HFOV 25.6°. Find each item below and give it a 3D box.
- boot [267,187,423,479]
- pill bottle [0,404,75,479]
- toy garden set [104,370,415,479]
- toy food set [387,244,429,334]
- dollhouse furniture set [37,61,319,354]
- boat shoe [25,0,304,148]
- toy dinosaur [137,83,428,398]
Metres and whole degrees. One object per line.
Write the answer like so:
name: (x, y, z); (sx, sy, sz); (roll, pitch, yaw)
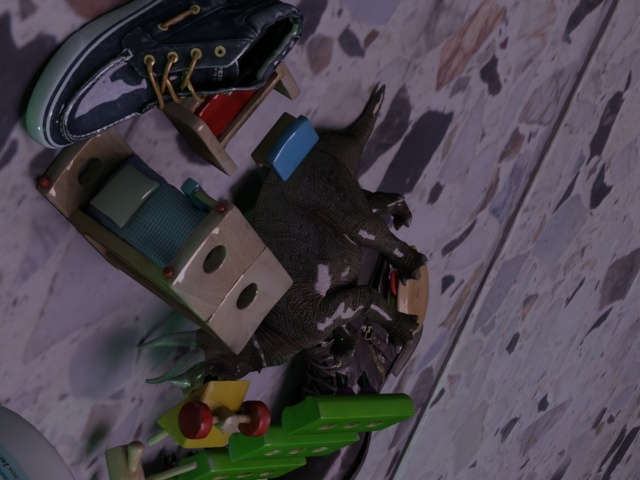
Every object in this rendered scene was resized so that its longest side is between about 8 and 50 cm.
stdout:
boot: (0.000, 0.103, 1.277); (0.263, 0.091, 0.229); (-62, 155, -16)
pill bottle: (-0.277, 0.216, 0.848); (0.264, 0.146, 0.146); (-31, 143, -41)
toy garden set: (-0.081, 0.158, 1.128); (0.203, 0.049, 0.244); (5, 153, -45)
toy food set: (0.080, 0.047, 1.283); (0.082, 0.020, 0.083); (-21, 112, -68)
dollhouse furniture set: (-0.066, -0.050, 0.942); (0.184, 0.129, 0.129); (-52, 153, -10)
boat shoe: (-0.095, -0.110, 0.882); (0.183, 0.083, 0.065); (-44, 150, -26)
toy dinosaur: (0.000, 0.000, 1.114); (0.160, 0.121, 0.314); (30, 77, -31)
